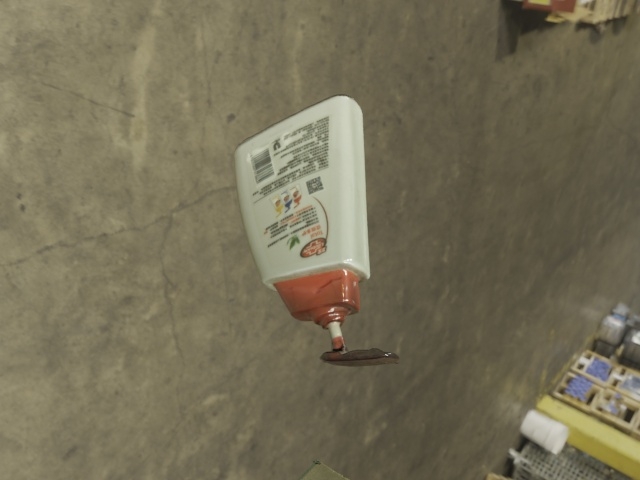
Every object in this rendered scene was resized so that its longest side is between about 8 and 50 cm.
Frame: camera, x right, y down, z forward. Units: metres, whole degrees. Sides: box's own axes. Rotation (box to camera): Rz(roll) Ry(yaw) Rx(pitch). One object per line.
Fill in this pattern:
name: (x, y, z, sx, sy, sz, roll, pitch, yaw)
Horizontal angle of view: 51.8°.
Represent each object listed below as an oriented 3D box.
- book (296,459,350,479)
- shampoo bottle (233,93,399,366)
book: (-0.056, 0.363, 0.683, 0.283, 0.215, 0.025, -41, 107, -21)
shampoo bottle: (0.000, 0.000, 0.657, 0.153, 0.284, 0.071, -22, 152, 16)
